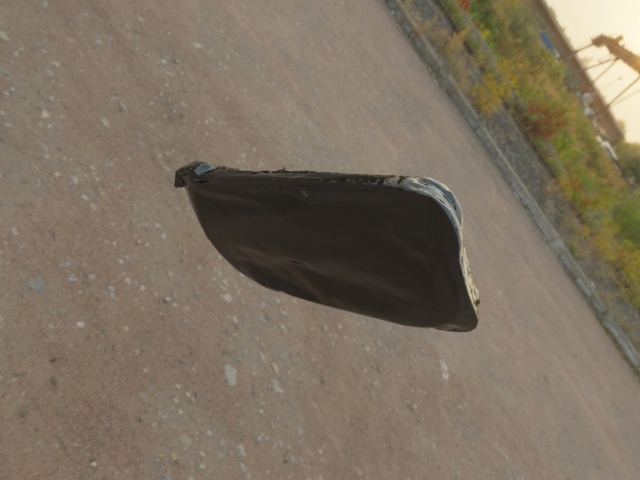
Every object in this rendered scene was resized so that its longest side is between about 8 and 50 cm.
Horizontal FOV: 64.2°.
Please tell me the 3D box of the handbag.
[{"bbox_3d":[-0.002,0.000,0.528,0.075,0.332,0.192,-57,140,-28],"label":"handbag"}]
